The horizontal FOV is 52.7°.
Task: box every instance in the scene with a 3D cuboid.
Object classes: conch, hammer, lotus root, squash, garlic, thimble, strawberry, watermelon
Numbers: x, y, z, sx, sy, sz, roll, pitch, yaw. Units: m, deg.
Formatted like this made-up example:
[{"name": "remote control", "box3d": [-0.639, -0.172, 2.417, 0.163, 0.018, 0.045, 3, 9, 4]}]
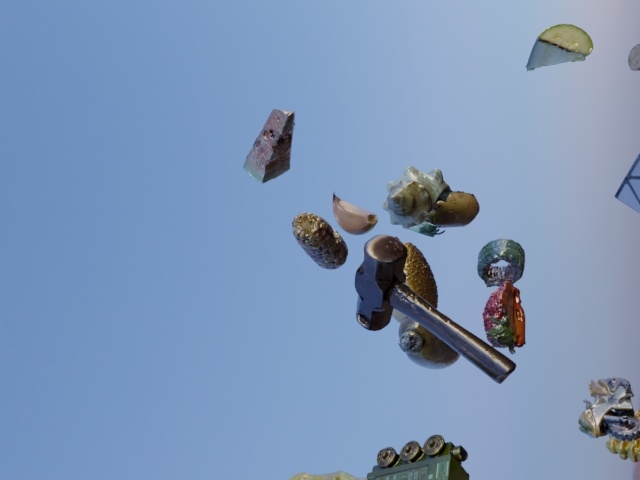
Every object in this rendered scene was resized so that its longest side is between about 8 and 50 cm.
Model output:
[{"name": "conch", "box3d": [0.297, -0.146, 1.983, 0.170, 0.203, 0.386, 57, -151, -1]}, {"name": "hammer", "box3d": [0.245, 0.172, 1.409, 0.095, 0.408, 0.243, -34, -36, -34]}, {"name": "lotus root", "box3d": [0.318, 0.283, 1.872, 0.349, 0.174, 0.175, 31, -116, -62]}, {"name": "squash", "box3d": [0.772, -0.607, 2.090, 0.252, 0.169, 0.093, 38, -105, -78]}, {"name": "garlic", "box3d": [0.122, -0.086, 2.502, 0.115, 0.206, 0.128, -60, -21, 3]}, {"name": "thimble", "box3d": [0.518, 0.065, 1.857, 0.118, 0.135, 0.090, 55, -147, -18]}, {"name": "strawberry", "box3d": [0.429, 0.181, 1.534, 0.140, 0.085, 0.192, 19, -122, -49]}, {"name": "watermelon", "box3d": [-0.116, -0.280, 1.828, 0.154, 0.094, 0.241, -23, -31, -34]}]

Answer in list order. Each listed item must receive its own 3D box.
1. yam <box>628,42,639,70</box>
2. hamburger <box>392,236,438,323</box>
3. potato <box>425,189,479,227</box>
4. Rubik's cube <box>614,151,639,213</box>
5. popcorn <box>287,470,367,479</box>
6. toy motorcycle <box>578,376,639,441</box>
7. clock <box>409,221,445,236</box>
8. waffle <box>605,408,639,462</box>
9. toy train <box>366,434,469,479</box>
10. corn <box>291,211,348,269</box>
[{"name": "yam", "box3d": [0.928, -0.506, 1.782, 0.084, 0.127, 0.084, 180, 90, -78]}, {"name": "hamburger", "box3d": [0.297, 0.141, 2.188, 0.294, 0.179, 0.276, 47, -152, -34]}, {"name": "potato", "box3d": [0.443, -0.092, 2.206, 0.164, 0.200, 0.081, 74, -167, -50]}, {"name": "Rubik's cube", "box3d": [0.818, -0.153, 1.425, 0.205, 0.205, 0.207, -45, -22, -14]}, {"name": "popcorn", "box3d": [0.042, 0.673, 1.570, 0.334, 0.293, 0.292, 10, -64, -46]}, {"name": "toy motorcycle", "box3d": [0.640, 0.373, 1.449, 0.229, 0.129, 0.094, -52, -55, -65]}, {"name": "clock", "box3d": [0.346, -0.042, 2.154, 0.101, 0.135, 0.041, 10, -79, -54]}, {"name": "waffle", "box3d": [0.865, 0.492, 1.671, 0.056, 0.249, 0.253, 64, 175, 3]}, {"name": "toy train", "box3d": [0.194, 0.483, 1.313, 0.090, 0.225, 0.137, 50, -146, -20]}, {"name": "corn", "box3d": [0.000, 0.000, 1.567, 0.290, 0.098, 0.098, 51, -133, -67]}]
